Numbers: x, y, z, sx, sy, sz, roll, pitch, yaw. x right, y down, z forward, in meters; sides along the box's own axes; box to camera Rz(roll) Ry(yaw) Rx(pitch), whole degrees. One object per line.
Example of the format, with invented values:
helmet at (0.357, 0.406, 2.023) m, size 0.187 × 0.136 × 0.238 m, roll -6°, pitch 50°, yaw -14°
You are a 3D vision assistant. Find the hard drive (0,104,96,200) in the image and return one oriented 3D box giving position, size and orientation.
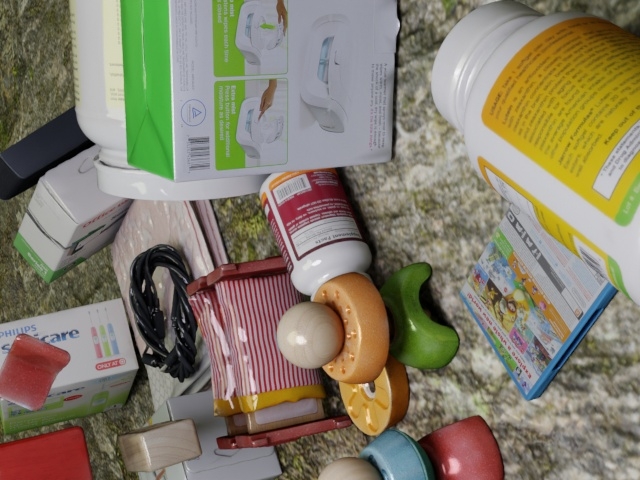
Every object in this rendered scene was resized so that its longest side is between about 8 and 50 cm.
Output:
hard drive at (-0.362, -0.151, 1.586) m, size 0.054 × 0.255 × 0.172 m, roll 54°, pitch 150°, yaw -6°

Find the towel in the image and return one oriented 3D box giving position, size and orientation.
towel at (-0.210, 0.069, 1.553) m, size 0.332 × 0.053 × 0.317 m, roll -49°, pitch 55°, yaw 53°

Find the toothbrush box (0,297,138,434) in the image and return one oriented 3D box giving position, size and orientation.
toothbrush box at (-0.413, 0.205, 1.750) m, size 0.283 × 0.206 × 0.122 m, roll 124°, pitch 132°, yaw -64°

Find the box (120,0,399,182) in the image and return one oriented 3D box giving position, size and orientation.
box at (-0.055, -0.197, 1.013) m, size 0.127 × 0.231 × 0.262 m, roll 21°, pitch 115°, yaw 57°

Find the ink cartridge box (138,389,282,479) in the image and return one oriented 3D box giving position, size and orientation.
ink cartridge box at (-0.150, 0.277, 1.417) m, size 0.176 × 0.128 × 0.127 m, roll -47°, pitch 56°, yaw 54°

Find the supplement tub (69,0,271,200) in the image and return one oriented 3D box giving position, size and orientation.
supplement tub at (-0.146, -0.220, 1.169) m, size 0.235 × 0.235 × 0.324 m, roll 22°, pitch 116°, yaw 58°

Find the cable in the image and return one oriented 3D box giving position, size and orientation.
cable at (-0.207, 0.096, 1.457) m, size 0.150 × 0.047 × 0.184 m, roll 31°, pitch 122°, yaw 52°

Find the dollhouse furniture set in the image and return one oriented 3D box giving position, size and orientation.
dollhouse furniture set at (-0.176, 0.148, 1.182) m, size 0.152 × 0.374 × 0.201 m, roll -27°, pitch 75°, yaw 65°

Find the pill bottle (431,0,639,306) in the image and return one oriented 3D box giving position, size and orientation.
pill bottle at (0.180, -0.067, 0.719) m, size 0.245 × 0.136 × 0.136 m, roll 47°, pitch 136°, yaw 46°

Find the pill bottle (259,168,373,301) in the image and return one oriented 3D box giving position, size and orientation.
pill bottle at (0.000, 0.000, 1.117) m, size 0.086 × 0.086 × 0.152 m, roll -55°, pitch 50°, yaw 51°

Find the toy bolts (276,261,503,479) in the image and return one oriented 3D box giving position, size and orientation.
toy bolts at (0.035, 0.163, 1.019) m, size 0.218 × 0.158 × 0.228 m, roll -56°, pitch 50°, yaw 51°

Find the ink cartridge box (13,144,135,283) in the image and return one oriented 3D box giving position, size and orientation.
ink cartridge box at (-0.356, -0.048, 1.657) m, size 0.092 × 0.160 × 0.219 m, roll 50°, pitch 146°, yaw 4°

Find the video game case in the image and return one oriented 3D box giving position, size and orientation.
video game case at (0.174, 0.034, 0.884) m, size 0.119 × 0.015 × 0.166 m, roll 61°, pitch 145°, yaw 33°
